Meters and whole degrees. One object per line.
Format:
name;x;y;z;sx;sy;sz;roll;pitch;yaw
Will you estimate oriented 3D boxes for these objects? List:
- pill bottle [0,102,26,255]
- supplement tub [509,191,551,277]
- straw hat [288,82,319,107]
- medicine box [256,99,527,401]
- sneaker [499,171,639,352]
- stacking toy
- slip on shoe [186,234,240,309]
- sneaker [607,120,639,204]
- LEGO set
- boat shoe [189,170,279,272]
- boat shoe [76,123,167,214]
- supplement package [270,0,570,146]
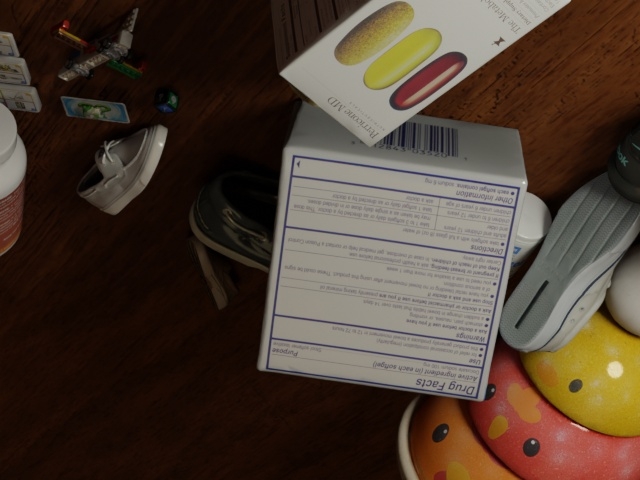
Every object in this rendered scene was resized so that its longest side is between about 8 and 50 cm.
pill bottle;-0.414;-0.074;1.800;0.121;0.121;0.216;13;147;-6
supplement tub;0.226;-0.004;1.810;0.071;0.071;0.107;16;145;-10
straw hat;0.007;-0.210;1.562;0.144;0.144;0.061;40;175;-37
medicine box;0.077;0.013;1.700;0.263;0.149;0.289;8;117;1
sneaker;0.308;0.023;1.764;0.091;0.094;0.258;14;119;-51
stacking toy;0.332;0.176;1.921;0.350;0.351;0.480;17;126;-12
slip on shoe;-0.139;0.036;1.977;0.041;0.051;0.135;-31;135;-12
sneaker;0.452;-0.074;1.635;0.267;0.101;0.106;8;143;0
LEGO set;-0.282;-0.198;1.687;0.244;0.060;0.182;7;158;4
boat shoe;0.000;0.000;1.828;0.319;0.116;0.099;21;148;-8
boat shoe;-0.240;-0.092;1.801;0.063;0.066;0.184;22;153;-20
supplement package;0.087;-0.228;1.409;0.244;0.134;0.139;-36;128;26
